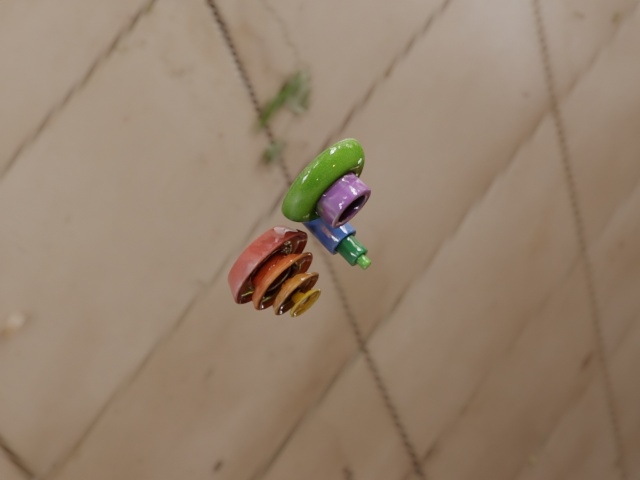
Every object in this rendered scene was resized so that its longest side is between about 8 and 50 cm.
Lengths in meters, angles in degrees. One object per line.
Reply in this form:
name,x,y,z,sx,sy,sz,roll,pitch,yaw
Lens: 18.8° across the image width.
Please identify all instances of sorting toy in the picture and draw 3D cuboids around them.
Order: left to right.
sorting toy,0.000,0.000,0.947,0.102,0.042,0.061,-52,163,22
